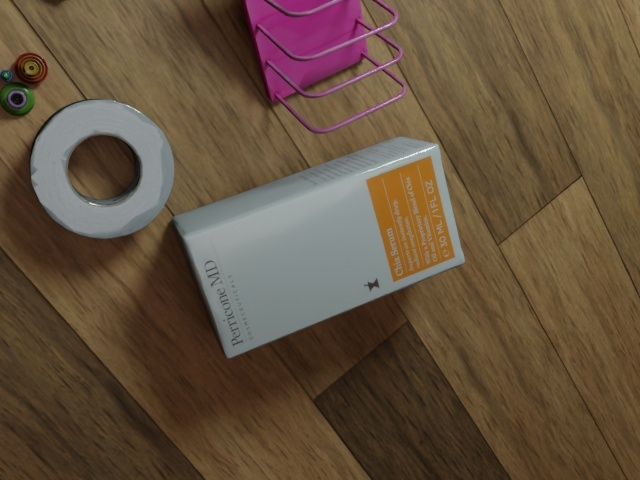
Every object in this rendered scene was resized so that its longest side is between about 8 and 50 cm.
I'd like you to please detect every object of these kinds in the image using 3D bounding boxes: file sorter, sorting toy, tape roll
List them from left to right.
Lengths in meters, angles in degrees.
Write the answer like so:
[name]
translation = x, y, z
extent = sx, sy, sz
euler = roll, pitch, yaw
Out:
[sorting toy]
translation = -0.457, -0.240, 1.101
extent = 0.061, 0.042, 0.102
euler = 24, 92, -24
[tape roll]
translation = -0.348, -0.115, 1.155
extent = 0.219, 0.072, 0.219
euler = -5, 103, -22
[file sorter]
translation = 0.011, -0.348, 1.134
extent = 0.202, 0.182, 0.291
euler = -28, 136, -14

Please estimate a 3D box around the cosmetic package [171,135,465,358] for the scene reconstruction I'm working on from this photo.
[cosmetic package]
translation = 0.000, 0.000, 1.255
extent = 0.453, 0.161, 0.230
euler = -21, 109, -12
